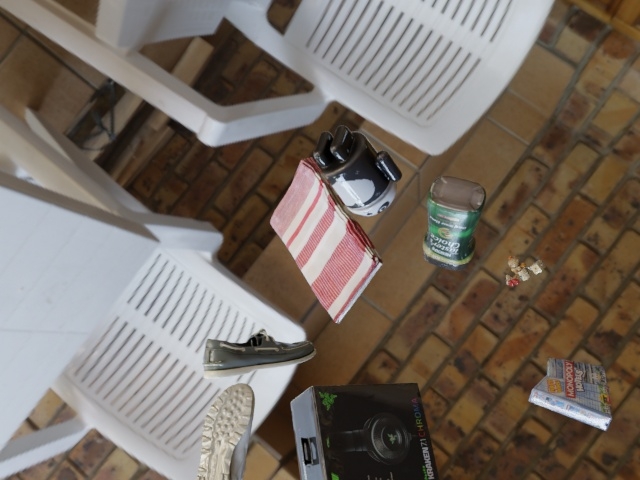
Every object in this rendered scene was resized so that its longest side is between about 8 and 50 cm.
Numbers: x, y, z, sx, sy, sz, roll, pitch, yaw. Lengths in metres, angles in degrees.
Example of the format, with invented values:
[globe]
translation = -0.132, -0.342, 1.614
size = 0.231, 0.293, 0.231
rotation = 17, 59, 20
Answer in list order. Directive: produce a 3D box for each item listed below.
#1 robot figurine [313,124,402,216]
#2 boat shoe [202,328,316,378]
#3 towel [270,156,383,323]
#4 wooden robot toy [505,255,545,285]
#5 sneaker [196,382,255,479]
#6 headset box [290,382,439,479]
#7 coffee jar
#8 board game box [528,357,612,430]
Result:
[robot figurine]
translation = 0.097, -0.188, 1.782
size = 0.173, 0.209, 0.278
rotation = -46, 125, -4
[boat shoe]
translation = -0.145, 0.270, 1.578
size = 0.319, 0.099, 0.116
rotation = -4, 173, -37
[towel]
translation = 0.000, 0.000, 1.490
size = 0.037, 0.329, 0.237
rotation = -10, 145, -38
[wooden robot toy]
translation = 0.591, 0.084, 1.911
size = 0.076, 0.079, 0.173
rotation = -34, 176, -21
[sneaker]
translation = -0.176, 0.396, 1.241
size = 0.095, 0.090, 0.235
rotation = 41, 62, -63
[headset box]
translation = 0.083, 0.439, 1.352
size = 0.282, 0.247, 0.131
rotation = 5, 150, -25
[coffee jar]
translation = 0.233, -0.025, 1.126
size = 0.184, 0.096, 0.079
rotation = 82, 28, -53
[board game box]
translation = 0.658, 0.389, 1.691
size = 0.194, 0.193, 0.060
rotation = -69, 164, -47
